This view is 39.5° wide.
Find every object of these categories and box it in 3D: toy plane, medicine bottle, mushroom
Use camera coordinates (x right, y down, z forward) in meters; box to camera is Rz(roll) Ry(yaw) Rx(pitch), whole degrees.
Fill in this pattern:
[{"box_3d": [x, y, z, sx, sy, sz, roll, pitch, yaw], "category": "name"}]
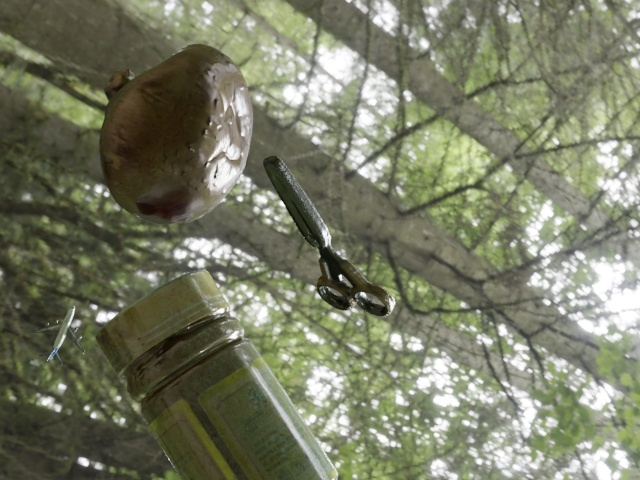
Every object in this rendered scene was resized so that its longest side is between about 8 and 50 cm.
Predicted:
[{"box_3d": [-0.362, 0.131, 1.249, 0.024, 0.077, 0.084, 111, 0, -71], "category": "toy plane"}, {"box_3d": [-0.108, 0.205, 1.013, 0.151, 0.151, 0.322, -37, -99, 23], "category": "medicine bottle"}, {"box_3d": [-0.144, -0.115, 0.998, 0.138, 0.194, 0.231, -4, -146, 28], "category": "mushroom"}]

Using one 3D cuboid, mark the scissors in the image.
[{"box_3d": [0.000, 0.000, 0.837, 0.088, 0.220, 0.017, 9, -125, 37], "category": "scissors"}]
